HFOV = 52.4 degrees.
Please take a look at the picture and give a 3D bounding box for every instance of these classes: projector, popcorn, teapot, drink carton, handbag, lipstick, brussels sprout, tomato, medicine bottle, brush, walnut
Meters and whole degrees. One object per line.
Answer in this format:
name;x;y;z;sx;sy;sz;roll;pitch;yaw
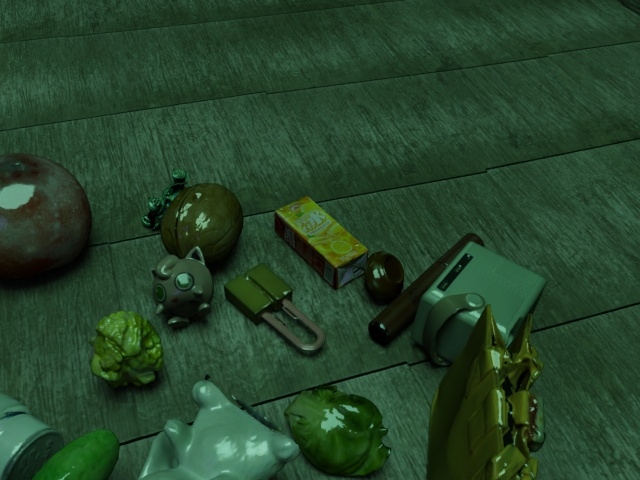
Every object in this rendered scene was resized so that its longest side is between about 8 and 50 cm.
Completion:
projector;0.298;0.140;1.247;0.177;0.163;0.242;29;45;24
popcorn;-0.347;0.195;1.156;0.126;0.145;0.125;-23;56;-15
teapot;0.127;0.075;1.368;0.098;0.078;0.129;47;35;-14
drink carton;0.000;0.000;1.432;0.096;0.071;0.223;-28;51;-28
handbag;0.249;0.323;0.967;0.133;0.282;0.400;13;43;4
lipstick;0.227;0.094;1.361;0.057;0.057;0.357;33;51;27
brussels sprout;0.028;0.318;1.096;0.181;0.100;0.139;30;64;2
tomato;-0.617;-0.060;1.340;0.271;0.227;0.270;4;42;-4
medicine bottle;-0.550;0.302;1.032;0.258;0.143;0.143;20;47;18
brush;-0.081;0.144;1.297;0.103;0.047;0.233;-32;56;-31
walnut;-0.251;-0.033;1.387;0.168;0.167;0.207;13;43;9

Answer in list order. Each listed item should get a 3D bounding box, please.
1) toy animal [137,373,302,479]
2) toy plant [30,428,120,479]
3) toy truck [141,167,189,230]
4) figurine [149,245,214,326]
toy animal;-0.177;0.366;0.978;0.289;0.174;0.249;-27;48;-18
toy plant;-0.374;0.456;0.843;0.317;0.210;0.356;-14;47;-27
toy truck;-0.342;-0.090;1.501;0.078;0.080;0.154;31;47;-3
figurine;-0.272;0.093;1.277;0.125;0.125;0.137;-15;73;-18
